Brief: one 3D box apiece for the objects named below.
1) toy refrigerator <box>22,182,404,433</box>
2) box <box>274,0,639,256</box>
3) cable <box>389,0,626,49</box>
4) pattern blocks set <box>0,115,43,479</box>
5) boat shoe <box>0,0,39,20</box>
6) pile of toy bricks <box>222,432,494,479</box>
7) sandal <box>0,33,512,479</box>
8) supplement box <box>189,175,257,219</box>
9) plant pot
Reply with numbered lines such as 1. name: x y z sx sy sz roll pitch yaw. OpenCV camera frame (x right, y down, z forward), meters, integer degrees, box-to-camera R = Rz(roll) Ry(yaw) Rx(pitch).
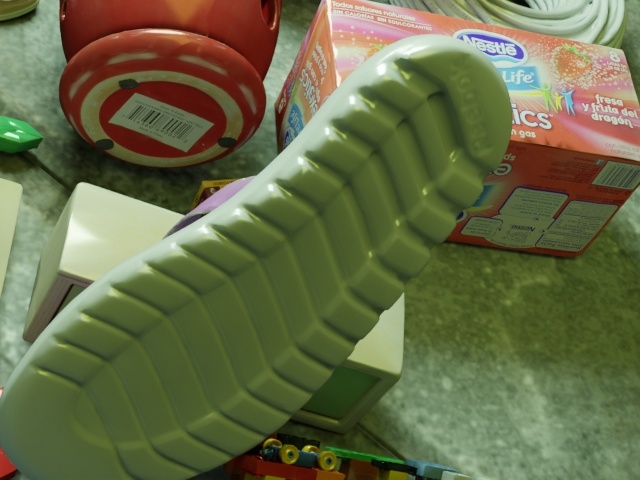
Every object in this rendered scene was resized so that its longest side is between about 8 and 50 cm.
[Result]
1. toy refrigerator: -0.078 0.059 1.075 0.270 0.102 0.094 19 49 -17
2. box: 0.124 -0.096 1.267 0.300 0.154 0.142 7 52 -18
3. cable: 0.194 -0.257 1.462 0.257 0.089 0.257 45 50 14
4. pattern blocks set: -0.308 0.013 1.065 0.285 0.026 0.324 24 48 -13
5. boat shoe: -0.309 -0.223 1.236 0.135 0.045 0.050 -7 59 -28
6. pile of toy bricks: 0.021 0.208 1.039 0.212 0.118 0.105 15 85 -27
7. sandal: -0.040 0.021 0.973 0.416 0.102 0.169 -39 117 -3
8. supplement box: -0.069 -0.008 1.183 0.055 0.043 0.083 -7 59 -29
9. plant pot: -0.126 -0.170 1.184 0.191 0.191 0.174 10 55 -17
